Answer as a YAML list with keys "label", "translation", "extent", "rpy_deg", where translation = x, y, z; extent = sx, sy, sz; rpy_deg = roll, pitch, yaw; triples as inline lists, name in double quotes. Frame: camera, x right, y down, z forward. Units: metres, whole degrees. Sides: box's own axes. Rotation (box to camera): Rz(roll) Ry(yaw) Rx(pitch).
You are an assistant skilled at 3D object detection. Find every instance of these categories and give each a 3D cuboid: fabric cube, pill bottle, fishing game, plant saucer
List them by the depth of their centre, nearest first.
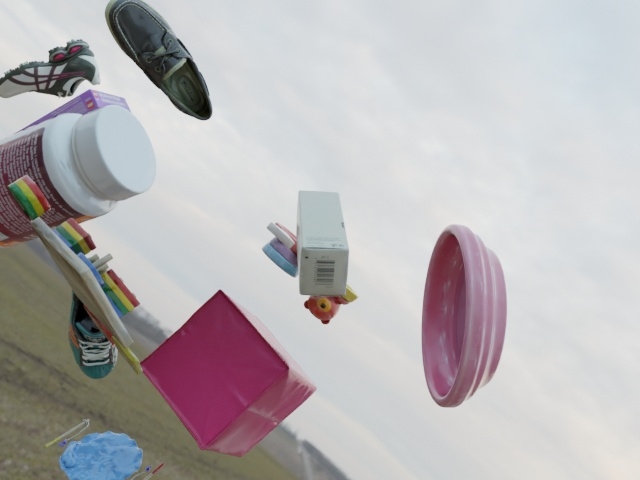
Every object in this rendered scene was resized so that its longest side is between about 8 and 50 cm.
- label: "plant saucer"
  translation: [0.261, 0.138, 1.379]
  extent: [0.084, 0.332, 0.332]
  rpy_deg: [5, -11, -5]
- label: "pill bottle"
  translation: [-0.559, -0.135, 1.591]
  extent: [0.392, 0.224, 0.224]
  rpy_deg: [-16, -41, 22]
- label: "fabric cube"
  translation: [-0.204, 0.311, 1.715]
  extent: [0.254, 0.259, 0.258]
  rpy_deg: [47, -4, 22]
- label: "fishing game"
  translation: [-0.510, 0.516, 1.762]
  extent: [0.264, 0.041, 0.189]
  rpy_deg: [19, 26, 21]

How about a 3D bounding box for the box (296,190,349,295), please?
- label: "box"
  translation: [0.000, 0.000, 1.550]
  extent: [0.094, 0.113, 0.275]
  rpy_deg: [2, 28, -4]

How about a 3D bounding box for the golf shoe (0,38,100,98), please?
- label: "golf shoe"
  translation: [-0.677, -0.394, 1.860]
  extent: [0.105, 0.273, 0.120]
  rpy_deg: [-79, 146, -71]

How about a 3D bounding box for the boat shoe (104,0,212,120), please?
- label: "boat shoe"
  translation: [-0.225, -0.265, 1.112]
  extent: [0.073, 0.080, 0.223]
  rpy_deg: [39, -11, 45]

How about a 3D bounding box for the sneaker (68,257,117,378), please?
- label: "sneaker"
  translation: [-0.483, 0.192, 1.597]
  extent: [0.121, 0.108, 0.302]
  rpy_deg: [-116, -154, -55]

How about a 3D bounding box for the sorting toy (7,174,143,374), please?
- label: "sorting toy"
  translation: [-0.262, 0.046, 0.885]
  extent: [0.132, 0.046, 0.274]
  rpy_deg: [34, -28, 39]

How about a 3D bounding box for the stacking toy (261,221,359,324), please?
- label: "stacking toy"
  translation: [-0.061, 0.092, 2.084]
  extent: [0.309, 0.130, 0.279]
  rpy_deg: [43, 3, 15]

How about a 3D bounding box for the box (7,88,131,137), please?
- label: "box"
  translation: [-0.699, -0.319, 2.105]
  extent: [0.057, 0.293, 0.201]
  rpy_deg: [64, 12, 1]
